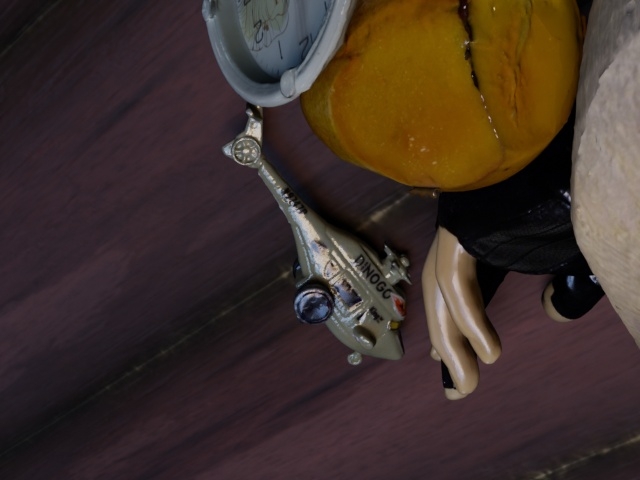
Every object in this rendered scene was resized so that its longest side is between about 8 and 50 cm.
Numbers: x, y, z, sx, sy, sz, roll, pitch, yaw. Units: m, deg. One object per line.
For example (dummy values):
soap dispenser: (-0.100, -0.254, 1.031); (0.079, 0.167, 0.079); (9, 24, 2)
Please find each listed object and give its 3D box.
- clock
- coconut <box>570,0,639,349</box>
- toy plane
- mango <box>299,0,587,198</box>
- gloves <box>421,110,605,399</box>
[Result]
clock: (-0.019, -0.217, 0.850); (0.053, 0.236, 0.236); (-2, 137, -32)
coconut: (0.320, -0.043, 0.676); (0.346, 0.360, 0.346); (9, 147, 6)
toy plane: (0.000, 0.000, 1.045); (0.108, 0.092, 0.286); (-35, 108, 13)
mango: (0.072, -0.136, 0.868); (0.257, 0.138, 0.187); (15, 114, 54)
gloves: (0.172, 0.018, 0.946); (0.197, 0.152, 0.301); (6, 130, -30)
